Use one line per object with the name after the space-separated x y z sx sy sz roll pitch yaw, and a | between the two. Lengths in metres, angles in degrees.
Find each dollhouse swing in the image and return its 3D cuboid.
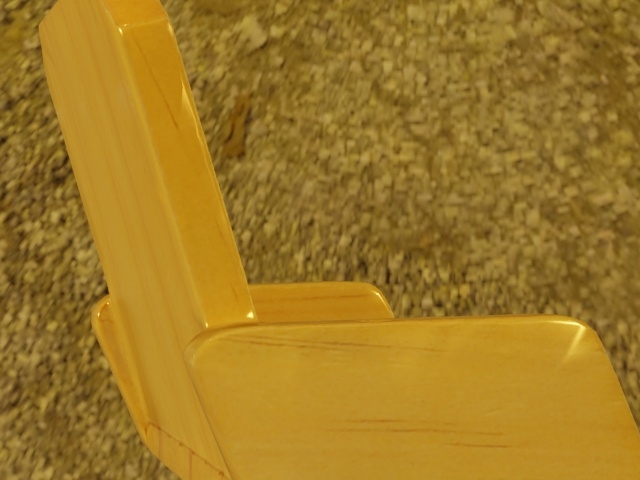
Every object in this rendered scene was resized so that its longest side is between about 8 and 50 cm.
0.000 0.000 0.874 0.315 0.347 0.305 -2 91 -17 | dollhouse swing
